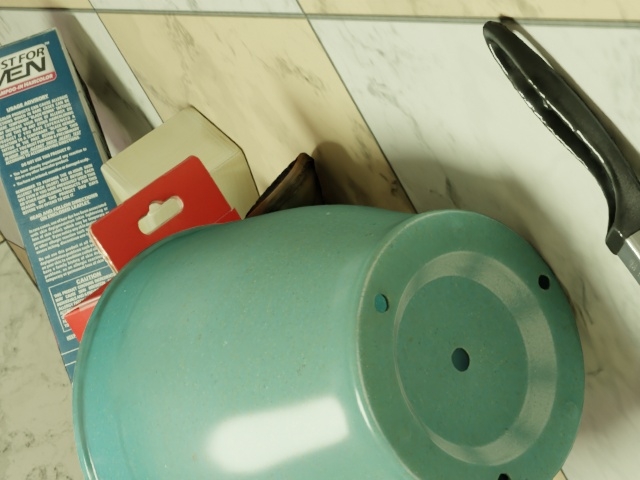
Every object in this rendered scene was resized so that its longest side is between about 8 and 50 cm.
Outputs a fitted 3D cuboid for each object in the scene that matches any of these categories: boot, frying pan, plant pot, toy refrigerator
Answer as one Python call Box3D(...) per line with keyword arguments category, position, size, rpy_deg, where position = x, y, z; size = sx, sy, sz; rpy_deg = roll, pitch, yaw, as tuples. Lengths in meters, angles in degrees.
Box3D(category="boot", position=(0.000, 0.000, 1.322), size=(0.106, 0.082, 0.219), rpy_deg=(42, 173, 4))
Box3D(category="frying pan", position=(0.195, 0.022, 0.834), size=(0.326, 0.053, 0.197), rpy_deg=(53, 164, -8))
Box3D(category="plant pot", position=(0.021, 0.096, 1.098), size=(0.255, 0.271, 0.272), rpy_deg=(-19, 108, 51))
Box3D(category="toy refrigerator", position=(-0.104, 0.012, 1.579), size=(0.094, 0.102, 0.269), rpy_deg=(42, 161, 38))

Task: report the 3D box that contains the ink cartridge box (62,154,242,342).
Box3D(category="ink cartridge box", position=(-0.090, 0.071, 1.244), size=(0.078, 0.134, 0.231), rpy_deg=(-23, 102, 43))

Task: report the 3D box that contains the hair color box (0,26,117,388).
Box3D(category="hair color box", position=(-0.239, -0.015, 1.691), size=(0.174, 0.105, 0.347), rpy_deg=(85, 165, -75))
